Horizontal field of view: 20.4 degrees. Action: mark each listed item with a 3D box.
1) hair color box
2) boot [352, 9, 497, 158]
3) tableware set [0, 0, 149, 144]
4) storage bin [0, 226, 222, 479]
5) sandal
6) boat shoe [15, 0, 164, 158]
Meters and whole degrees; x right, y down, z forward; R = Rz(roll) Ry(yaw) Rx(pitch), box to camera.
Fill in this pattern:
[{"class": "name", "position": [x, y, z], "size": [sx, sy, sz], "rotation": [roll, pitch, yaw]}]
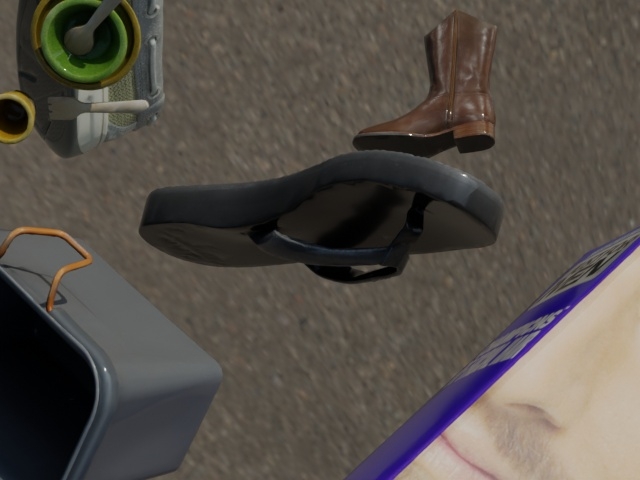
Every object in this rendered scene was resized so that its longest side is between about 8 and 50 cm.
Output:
[{"class": "hair color box", "position": [0.078, 0.162, 0.712], "size": [0.339, 0.110, 0.185], "rotation": [-41, 89, -22]}, {"class": "boot", "position": [0.077, -0.114, 1.294], "size": [0.106, 0.037, 0.114], "rotation": [-2, 60, 6]}, {"class": "tableware set", "position": [-0.131, -0.117, 0.753], "size": [0.104, 0.024, 0.154], "rotation": [-4, 109, 5]}, {"class": "storage bin", "position": [-0.108, 0.042, 0.723], "size": [0.135, 0.091, 0.098], "rotation": [38, 113, 31]}, {"class": "sandal", "position": [0.000, 0.000, 1.005], "size": [0.254, 0.097, 0.054], "rotation": [-8, 62, 44]}, {"class": "boat shoe", "position": [-0.149, -0.203, 1.266], "size": [0.103, 0.320, 0.118], "rotation": [-19, 45, -32]}]
